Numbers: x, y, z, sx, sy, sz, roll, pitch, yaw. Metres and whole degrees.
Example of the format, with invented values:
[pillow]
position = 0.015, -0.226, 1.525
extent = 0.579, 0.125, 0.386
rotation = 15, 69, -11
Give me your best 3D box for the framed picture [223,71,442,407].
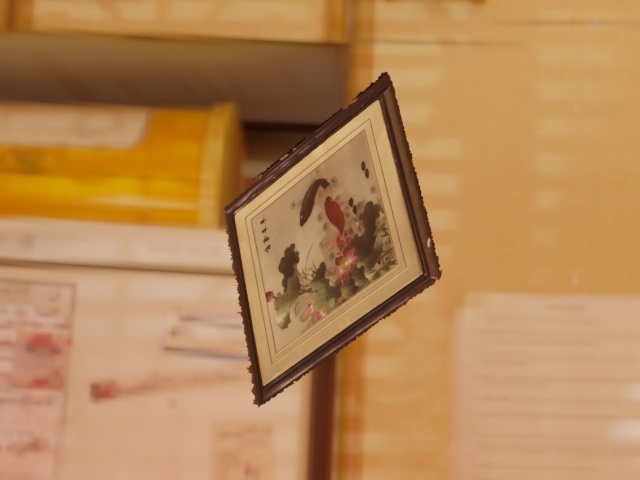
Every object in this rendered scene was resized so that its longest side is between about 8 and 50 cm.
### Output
[framed picture]
position = 0.000, 0.000, 1.259
extent = 0.010, 0.195, 0.199
rotation = 25, -50, -39
